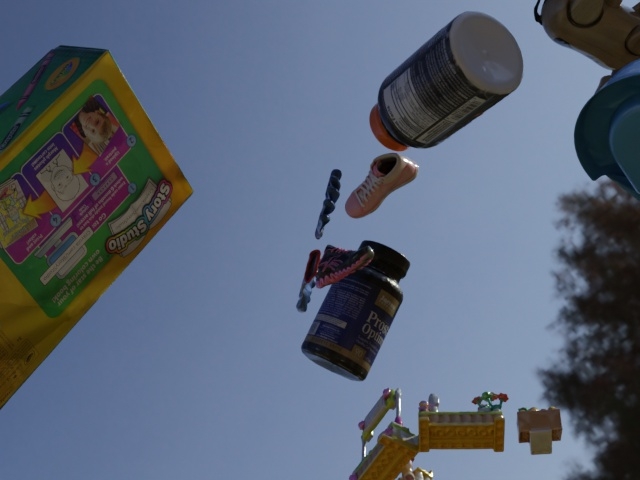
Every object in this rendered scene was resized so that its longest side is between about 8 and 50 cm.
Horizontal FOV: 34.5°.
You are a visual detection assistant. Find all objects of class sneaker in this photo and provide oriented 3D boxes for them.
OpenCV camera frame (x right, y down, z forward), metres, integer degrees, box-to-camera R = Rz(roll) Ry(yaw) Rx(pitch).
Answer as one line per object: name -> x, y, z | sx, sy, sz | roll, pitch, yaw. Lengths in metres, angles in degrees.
sneaker -> 0.081, -0.088, 1.577 | 0.134, 0.051, 0.070 | -36, -29, 17
sneaker -> 0.028, 0.028, 1.559 | 0.119, 0.057, 0.047 | -30, -11, 37

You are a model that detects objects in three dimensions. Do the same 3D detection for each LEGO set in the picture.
LEGO set -> 0.130, 0.219, 1.179 | 0.287, 0.107, 0.132 | -34, -68, 21

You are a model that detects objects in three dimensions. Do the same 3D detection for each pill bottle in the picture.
pill bottle -> 0.168, -0.215, 1.484 | 0.130, 0.131, 0.245 | -4, -17, -32
pill bottle -> 0.065, 0.116, 1.739 | 0.219, 0.122, 0.123 | -63, -33, -13

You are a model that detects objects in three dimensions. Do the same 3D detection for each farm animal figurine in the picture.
farm animal figurine -> 0.441, -0.263, 1.459 | 0.172, 0.326, 0.330 | -53, -2, 35

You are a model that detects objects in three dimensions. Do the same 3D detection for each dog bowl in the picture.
dog bowl -> 0.394, -0.069, 1.089 | 0.166, 0.074, 0.297 | -24, -66, 41

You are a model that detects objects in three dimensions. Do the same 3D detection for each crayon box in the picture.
crayon box -> -0.248, -0.014, 0.870 | 0.278, 0.081, 0.165 | -52, -46, -28

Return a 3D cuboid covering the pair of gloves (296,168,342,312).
pair of gloves -> 0.000, 0.000, 1.446 | 0.023, 0.198, 0.159 | 15, -16, -1
